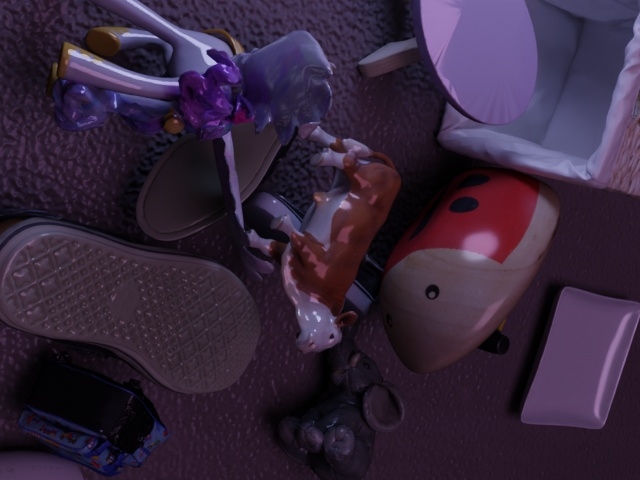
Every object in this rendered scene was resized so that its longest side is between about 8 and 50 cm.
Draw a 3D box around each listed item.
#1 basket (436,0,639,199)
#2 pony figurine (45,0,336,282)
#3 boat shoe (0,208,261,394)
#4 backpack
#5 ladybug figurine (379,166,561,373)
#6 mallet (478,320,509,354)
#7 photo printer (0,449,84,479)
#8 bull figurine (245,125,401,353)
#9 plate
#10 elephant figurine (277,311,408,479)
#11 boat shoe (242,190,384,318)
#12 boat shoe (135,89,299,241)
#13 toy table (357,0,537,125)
[{"bbox_3d":[0.420,-0.252,1.636,0.266,0.331,0.328,10,98,-41],"label":"basket"},{"bbox_3d":[-0.133,-0.172,1.226,0.363,0.351,0.303,13,132,-20],"label":"pony figurine"},{"bbox_3d":[-0.256,0.077,1.343,0.500,0.156,0.186,27,85,-51],"label":"boat shoe"},{"bbox_3d":[-0.288,0.243,1.352,0.117,0.158,0.173,-63,153,-23],"label":"backpack"},{"bbox_3d":[0.220,0.020,1.598,0.162,0.305,0.449,45,37,-6],"label":"ladybug figurine"},{"bbox_3d":[0.337,0.120,1.888,0.039,0.062,0.189,41,64,-40],"label":"mallet"},{"bbox_3d":[-0.405,0.425,1.301,0.256,0.107,0.307,-2,78,-43],"label":"photo printer"},{"bbox_3d":[0.003,-0.003,1.393,0.188,0.101,0.310,42,64,-34],"label":"bull figurine"},{"bbox_3d":[0.511,0.234,2.046,0.278,0.045,0.277,12,96,-39],"label":"plate"},{"bbox_3d":[0.053,0.259,1.645,0.239,0.169,0.186,-53,159,-31],"label":"elephant figurine"},{"bbox_3d":[0.003,0.001,1.538,0.306,0.113,0.105,43,70,-37],"label":"boat shoe"},{"bbox_3d":[-0.121,-0.117,1.408,0.340,0.127,0.113,-56,174,-20],"label":"boat shoe"},{"bbox_3d":[0.194,-0.306,1.531,0.252,0.161,0.274,-23,111,-19],"label":"toy table"}]
